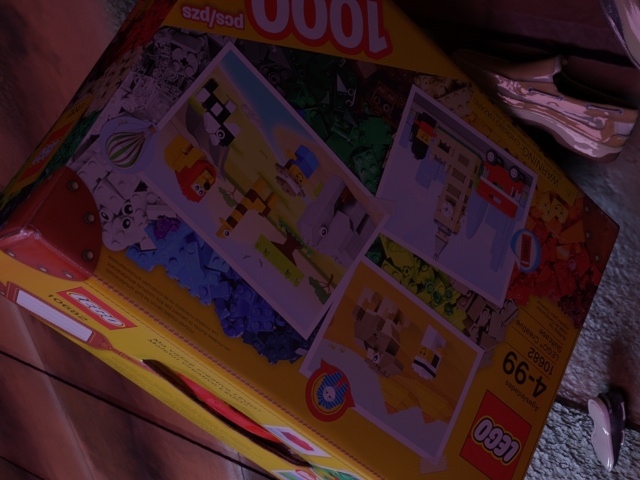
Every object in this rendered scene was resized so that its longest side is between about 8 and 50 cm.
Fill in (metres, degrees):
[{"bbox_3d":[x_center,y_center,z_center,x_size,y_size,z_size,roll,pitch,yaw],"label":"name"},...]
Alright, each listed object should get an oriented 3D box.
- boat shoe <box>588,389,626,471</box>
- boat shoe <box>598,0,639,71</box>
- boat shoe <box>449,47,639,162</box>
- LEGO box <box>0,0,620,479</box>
[{"bbox_3d":[0.352,0.230,1.234,0.046,0.038,0.125,-128,17,-55],"label":"boat shoe"},{"bbox_3d":[0.352,-0.122,0.824,0.120,0.122,0.324,-24,110,47],"label":"boat shoe"},{"bbox_3d":[0.213,-0.149,0.974,0.190,0.068,0.072,25,128,6],"label":"boat shoe"},{"bbox_3d":[0.000,0.000,0.928,0.500,0.372,0.193,39,154,-24],"label":"LEGO box"}]
